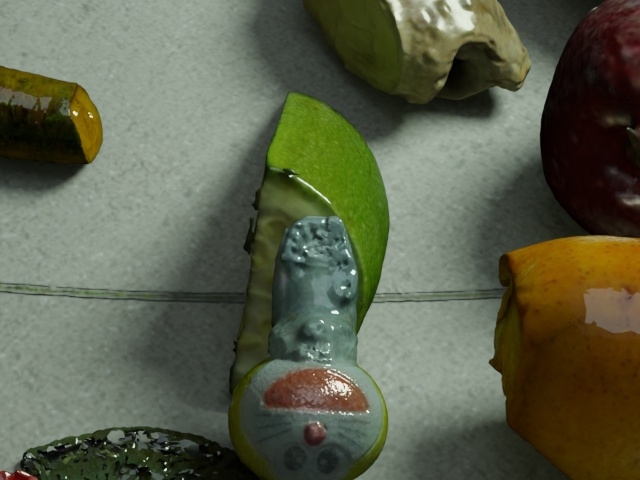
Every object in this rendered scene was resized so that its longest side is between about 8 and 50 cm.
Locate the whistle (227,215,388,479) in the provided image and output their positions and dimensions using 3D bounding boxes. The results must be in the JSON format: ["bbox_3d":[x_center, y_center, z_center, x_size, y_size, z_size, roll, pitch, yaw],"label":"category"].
[{"bbox_3d":[-0.006,0.092,1.468,0.123,0.123,0.223,4,87,-5],"label":"whistle"}]

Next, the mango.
[{"bbox_3d":[0.287,0.118,1.495,0.350,0.199,0.201,18,77,-9],"label":"mango"}]

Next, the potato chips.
[{"bbox_3d":[-0.131,0.222,1.434,0.202,0.029,0.220,10,47,0],"label":"potato chips"}]

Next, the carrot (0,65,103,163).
[{"bbox_3d":[-0.271,-0.110,1.674,0.173,0.082,0.082,7,48,2],"label":"carrot"}]

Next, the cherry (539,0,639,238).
[{"bbox_3d":[0.294,-0.110,1.659,0.203,0.230,0.300,23,30,21],"label":"cherry"}]

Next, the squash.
[{"bbox_3d":[0.000,0.000,1.648,0.111,0.203,0.289,9,13,1],"label":"squash"}]

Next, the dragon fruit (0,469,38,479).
[{"bbox_3d":[-0.238,0.226,1.320,0.261,0.189,0.163,-11,72,-3],"label":"dragon fruit"}]

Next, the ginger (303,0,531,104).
[{"bbox_3d":[0.091,-0.234,1.806,0.221,0.130,0.276,-26,62,-38],"label":"ginger"}]
